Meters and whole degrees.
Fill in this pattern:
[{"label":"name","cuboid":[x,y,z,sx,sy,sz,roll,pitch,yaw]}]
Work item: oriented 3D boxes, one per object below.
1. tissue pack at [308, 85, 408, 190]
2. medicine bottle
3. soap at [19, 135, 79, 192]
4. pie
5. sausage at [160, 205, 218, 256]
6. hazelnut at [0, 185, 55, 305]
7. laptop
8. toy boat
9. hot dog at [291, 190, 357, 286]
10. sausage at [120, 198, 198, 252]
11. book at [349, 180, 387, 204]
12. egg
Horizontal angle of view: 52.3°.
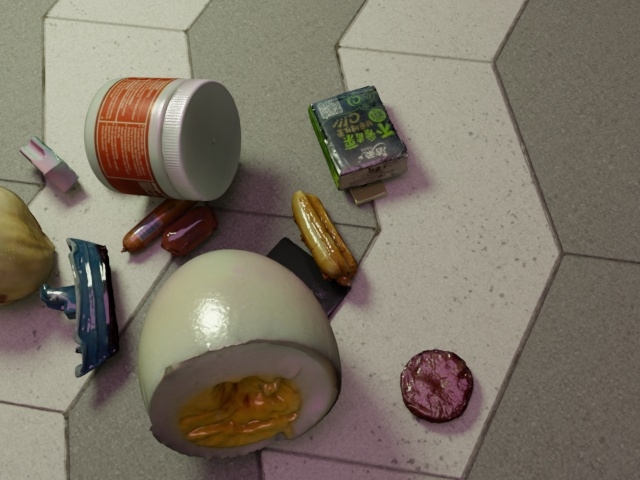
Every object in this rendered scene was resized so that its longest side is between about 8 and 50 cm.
[{"label":"tissue pack","cuboid":[0.084,-0.241,1.511,0.173,0.073,0.236,-18,60,-5]},{"label":"medicine bottle","cuboid":[-0.329,-0.216,1.383,0.240,0.252,0.253,7,66,22]},{"label":"soap","cuboid":[-0.623,-0.173,1.509,0.056,0.100,0.149,-48,47,-11]},{"label":"pie","cuboid":[0.232,0.289,1.298,0.154,0.036,0.155,-1,66,2]},{"label":"sausage","cuboid":[-0.287,-0.021,1.443,0.141,0.076,0.076,-43,71,-13]},{"label":"hazelnut","cuboid":[-0.682,0.017,1.376,0.261,0.241,0.261,-4,83,32]},{"label":"laptop","cuboid":[-0.047,0.092,1.413,0.197,0.016,0.135,38,71,16]},{"label":"toy boat","cuboid":[-0.501,0.131,1.353,0.142,0.129,0.309,-8,66,-13]},{"label":"hot dog","cuboid":[0.000,0.000,1.410,0.076,0.102,0.249,-40,62,20]},{"label":"sausage","cuboid":[-0.317,-0.088,1.483,0.053,0.053,0.348,41,74,18]},{"label":"book","cuboid":[0.099,-0.139,1.507,0.077,0.014,0.111,-20,65,-5]},{"label":"egg","cuboid":[-0.160,0.170,1.220,0.354,0.355,0.340,-15,44,-4]}]
